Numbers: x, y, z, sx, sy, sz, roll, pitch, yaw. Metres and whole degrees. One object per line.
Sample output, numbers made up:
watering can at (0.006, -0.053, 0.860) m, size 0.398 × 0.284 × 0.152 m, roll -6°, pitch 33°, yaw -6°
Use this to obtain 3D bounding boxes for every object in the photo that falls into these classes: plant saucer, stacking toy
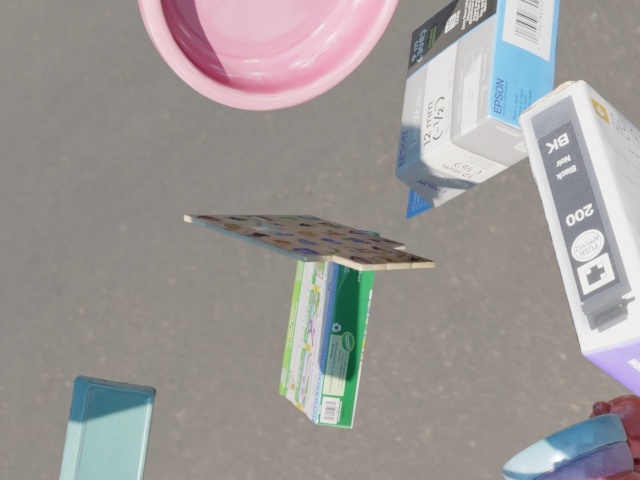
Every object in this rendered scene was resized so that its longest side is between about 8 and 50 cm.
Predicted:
plant saucer at (-0.166, 0.201, 0.919) m, size 0.018 × 0.067 × 0.192 m, roll -14°, pitch 66°, yaw 62°
stacking toy at (0.246, 0.267, 1.310) m, size 0.279 × 0.309 × 0.130 m, roll -35°, pitch 66°, yaw 23°
plant saucer at (-0.056, -0.311, 1.328) m, size 0.084 × 0.332 × 0.332 m, roll 39°, pitch 101°, yaw 50°

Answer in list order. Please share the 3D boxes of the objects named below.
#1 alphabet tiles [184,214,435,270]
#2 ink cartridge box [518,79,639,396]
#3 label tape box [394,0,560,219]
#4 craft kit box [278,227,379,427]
alphabet tiles at (0.000, 0.000, 1.330) m, size 0.237 × 0.198 × 0.009 m, roll 19°, pitch 104°, yaw 43°
ink cartridge box at (0.186, 0.051, 0.574) m, size 0.045 × 0.206 × 0.208 m, roll -36°, pitch 39°, yaw 28°
label tape box at (0.193, -0.205, 1.764) m, size 0.347 × 0.115 × 0.249 m, roll -28°, pitch 48°, yaw 55°
craft kit box at (0.007, 0.104, 1.615) m, size 0.246 × 0.060 × 0.250 m, roll -168°, pitch 86°, yaw -75°
